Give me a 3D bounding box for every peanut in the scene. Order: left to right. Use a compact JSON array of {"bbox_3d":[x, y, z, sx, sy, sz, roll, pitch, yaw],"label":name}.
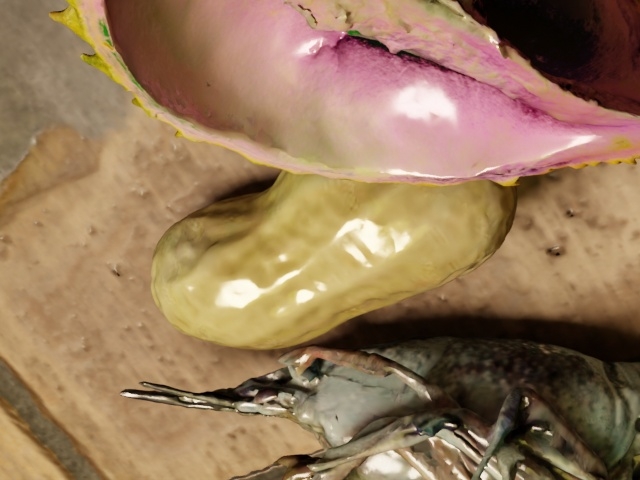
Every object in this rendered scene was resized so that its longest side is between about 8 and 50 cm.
[{"bbox_3d":[0.000,0.000,0.695,0.214,0.090,0.098,-25,130,25],"label":"peanut"}]

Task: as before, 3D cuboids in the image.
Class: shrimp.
[{"bbox_3d":[0.070,0.118,0.722,0.372,0.137,0.172,-3,171,1],"label":"shrimp"}]

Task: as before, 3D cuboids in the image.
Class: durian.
[{"bbox_3d":[0.009,-0.098,0.567,0.260,0.153,0.186,35,119,-30],"label":"durian"}]
